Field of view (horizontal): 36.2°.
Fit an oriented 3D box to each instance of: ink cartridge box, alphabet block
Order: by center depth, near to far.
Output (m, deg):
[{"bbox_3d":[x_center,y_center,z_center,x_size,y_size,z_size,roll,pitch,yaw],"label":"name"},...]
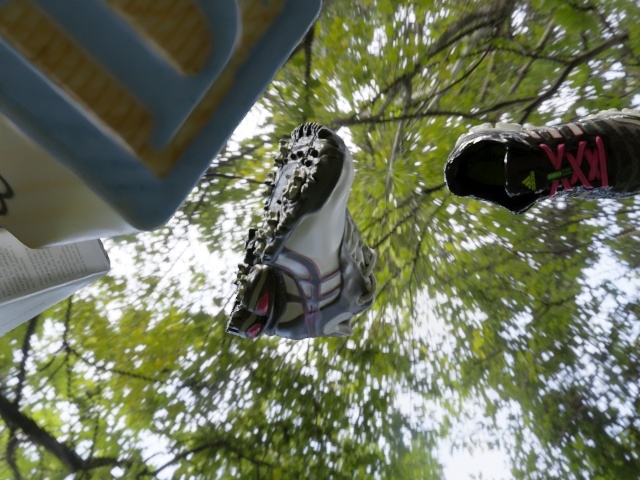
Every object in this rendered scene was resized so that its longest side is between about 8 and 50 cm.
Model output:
[{"bbox_3d":[-0.153,-0.124,0.593,0.192,0.197,0.193,46,-117,-24],"label":"alphabet block"},{"bbox_3d":[-0.379,0.091,0.748,0.324,0.330,0.071,-27,-94,28],"label":"ink cartridge box"}]

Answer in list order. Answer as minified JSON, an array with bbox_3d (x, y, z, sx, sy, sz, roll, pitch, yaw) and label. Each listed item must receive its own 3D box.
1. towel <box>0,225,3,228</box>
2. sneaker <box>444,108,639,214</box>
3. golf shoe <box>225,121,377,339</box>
[{"bbox_3d":[-0.331,-0.067,0.814,0.308,0.228,0.076,-44,-109,47],"label":"towel"},{"bbox_3d":[0.158,-0.049,0.667,0.170,0.075,0.063,3,-66,33],"label":"sneaker"},{"bbox_3d":[0.000,0.000,0.821,0.120,0.273,0.105,13,-122,-7],"label":"golf shoe"}]
